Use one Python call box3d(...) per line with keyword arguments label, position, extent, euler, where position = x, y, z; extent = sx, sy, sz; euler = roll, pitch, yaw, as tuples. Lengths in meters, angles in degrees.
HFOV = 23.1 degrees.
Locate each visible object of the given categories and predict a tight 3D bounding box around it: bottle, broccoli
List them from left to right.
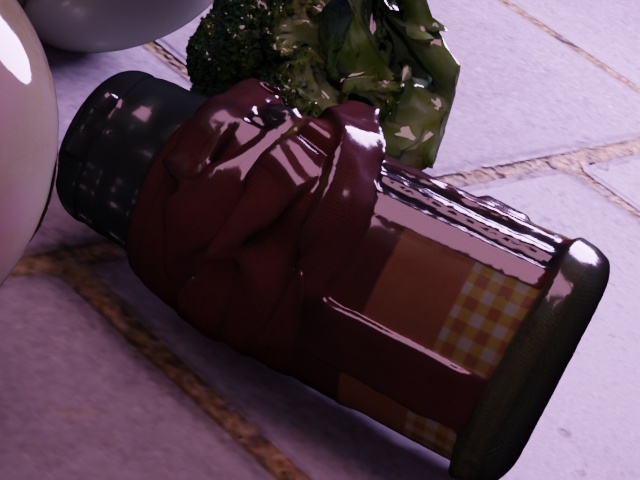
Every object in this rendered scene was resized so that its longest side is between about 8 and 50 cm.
box3d(label="bottle", position=(0.000, 0.000, 0.776), extent=(0.271, 0.143, 0.156), euler=(28, -4, 11))
box3d(label="broccoli", position=(0.004, -0.103, 0.907), extent=(0.156, 0.195, 0.195), euler=(17, 26, 9))

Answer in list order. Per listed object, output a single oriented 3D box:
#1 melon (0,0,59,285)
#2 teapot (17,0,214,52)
box3d(label="melon", position=(-0.251, -0.039, 0.560), extent=(0.317, 0.223, 0.223), euler=(-2, 36, -38))
box3d(label="teapot", position=(-0.183, -0.188, 0.973), extent=(0.318, 0.220, 0.149), euler=(-19, 78, -19))
